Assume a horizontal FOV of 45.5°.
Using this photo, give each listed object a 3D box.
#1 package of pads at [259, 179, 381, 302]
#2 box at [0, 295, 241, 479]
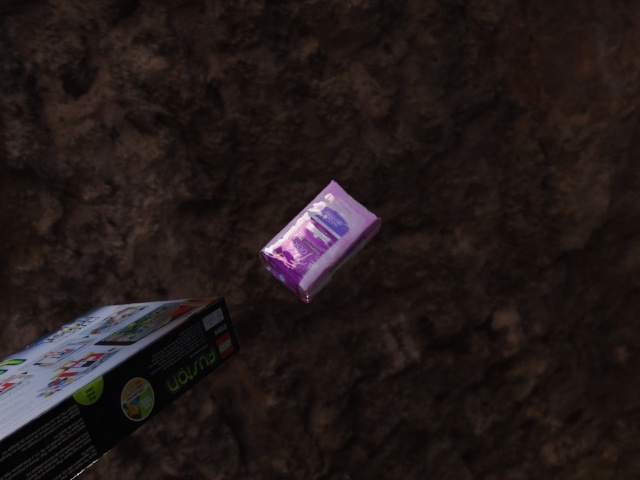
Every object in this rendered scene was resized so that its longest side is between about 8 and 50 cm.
[{"bbox_3d":[0.000,0.000,0.565,0.083,0.050,0.032,-44,-21,-15],"label":"package of pads"},{"bbox_3d":[-0.146,0.087,0.381,0.207,0.114,0.036,-33,-69,-52],"label":"box"}]
